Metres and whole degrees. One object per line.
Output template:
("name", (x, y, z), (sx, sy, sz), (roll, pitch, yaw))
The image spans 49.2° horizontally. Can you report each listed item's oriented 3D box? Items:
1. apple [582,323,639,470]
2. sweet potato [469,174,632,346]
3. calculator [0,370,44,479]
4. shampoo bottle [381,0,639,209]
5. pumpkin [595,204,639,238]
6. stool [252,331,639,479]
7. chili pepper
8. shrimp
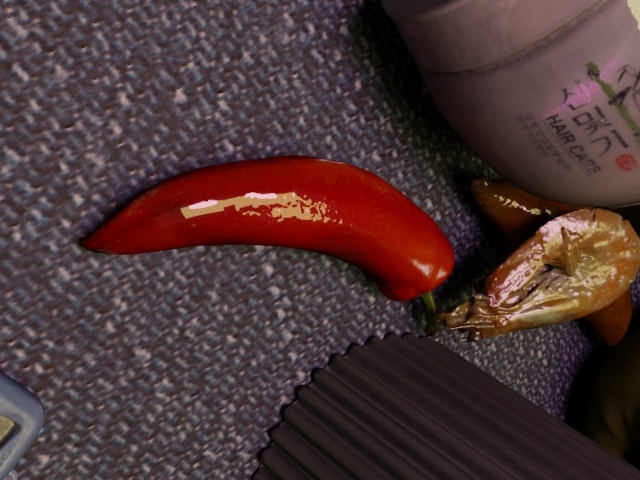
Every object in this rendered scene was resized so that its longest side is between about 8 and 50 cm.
("apple", (0.503, 0.238, 0.842), (0.357, 0.357, 0.357), (-10, 109, -32))
("sweet potato", (0.278, 0.020, 0.767), (0.359, 0.112, 0.112), (33, 84, -33))
("calculator", (-0.279, 0.111, 0.453), (0.121, 0.039, 0.210), (-47, 125, -13))
("shampoo bottle", (0.210, -0.182, 0.559), (0.266, 0.273, 0.273), (38, 81, -29))
("pumpkin", (0.410, -0.094, 0.791), (0.238, 0.159, 0.238), (-8, 106, -28))
("stool", (0.141, 0.275, 0.607), (0.297, 0.330, 0.297), (-11, 110, -32))
("chili pepper", (0.000, -0.006, 0.594), (0.368, 0.092, 0.137), (19, 120, -33))
("shrimp", (0.210, 0.036, 0.674), (0.217, 0.051, 0.115), (-19, 109, -5))
